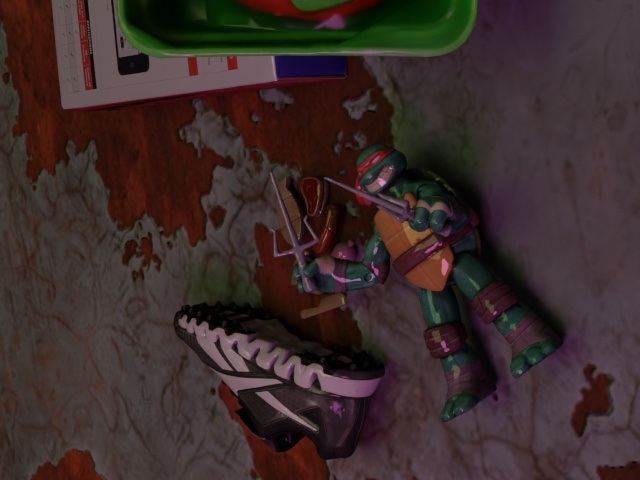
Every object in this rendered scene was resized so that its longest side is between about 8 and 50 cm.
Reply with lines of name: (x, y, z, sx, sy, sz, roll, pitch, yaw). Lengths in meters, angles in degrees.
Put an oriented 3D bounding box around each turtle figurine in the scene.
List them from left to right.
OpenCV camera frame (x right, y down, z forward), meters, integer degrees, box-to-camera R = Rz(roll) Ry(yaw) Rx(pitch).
turtle figurine: (0.071, 0.009, 1.152, 0.234, 0.118, 0.175, 54, 147, 7)

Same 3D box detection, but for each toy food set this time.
toy food set: (0.000, 0.000, 1.297, 0.078, 0.019, 0.122, -22, 72, 46)

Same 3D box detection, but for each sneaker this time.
sneaker: (-0.047, 0.121, 1.319, 0.234, 0.078, 0.106, 19, 107, 42)

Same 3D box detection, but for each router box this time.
router box: (-0.121, -0.287, 1.336, 0.301, 0.082, 0.336, 0, 95, 47)

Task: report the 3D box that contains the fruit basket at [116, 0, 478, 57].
fruit basket: (0.001, -0.301, 1.010, 0.282, 0.392, 0.392, 0, 98, 3)
